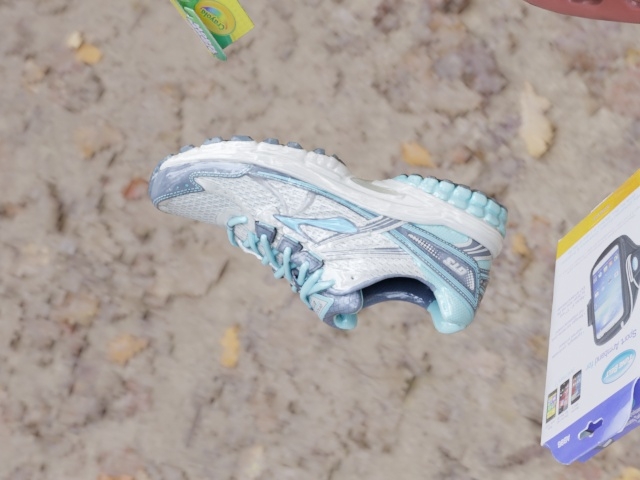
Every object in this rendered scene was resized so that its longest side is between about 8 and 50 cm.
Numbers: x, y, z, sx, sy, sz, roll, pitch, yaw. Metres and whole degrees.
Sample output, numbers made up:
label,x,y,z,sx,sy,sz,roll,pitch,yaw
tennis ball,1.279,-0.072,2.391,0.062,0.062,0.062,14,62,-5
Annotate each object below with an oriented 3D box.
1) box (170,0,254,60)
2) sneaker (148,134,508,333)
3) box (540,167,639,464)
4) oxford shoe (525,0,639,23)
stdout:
label,x,y,z,sx,sy,sz,roll,pitch,yaw
box,-0.107,-0.206,1.102,0.043,0.105,0.179,-35,37,4
sneaker,0.000,0.000,1.170,0.283,0.110,0.122,11,74,2
box,0.136,0.039,0.694,0.081,0.028,0.136,-48,26,50
oxford shoe,0.189,-0.158,0.444,0.348,0.130,0.123,-14,110,44
